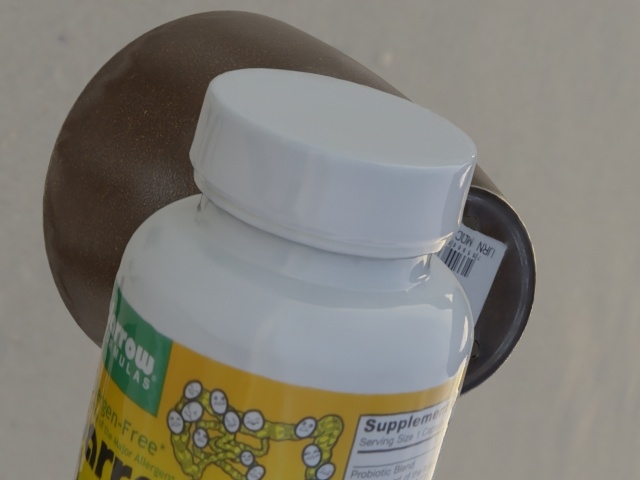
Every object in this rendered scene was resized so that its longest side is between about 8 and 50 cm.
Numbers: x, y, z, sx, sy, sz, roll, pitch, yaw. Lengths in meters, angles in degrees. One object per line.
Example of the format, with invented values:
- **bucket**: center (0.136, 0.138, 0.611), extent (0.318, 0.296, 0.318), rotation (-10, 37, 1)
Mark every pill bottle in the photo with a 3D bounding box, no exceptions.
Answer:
- **pill bottle**: center (-0.017, 0.056, 0.613), extent (0.117, 0.118, 0.208), rotation (-29, 137, -62)

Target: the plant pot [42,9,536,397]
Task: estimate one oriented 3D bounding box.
- **plant pot**: center (0.000, 0.000, 0.965), extent (0.215, 0.230, 0.215), rotation (-8, 106, -30)
